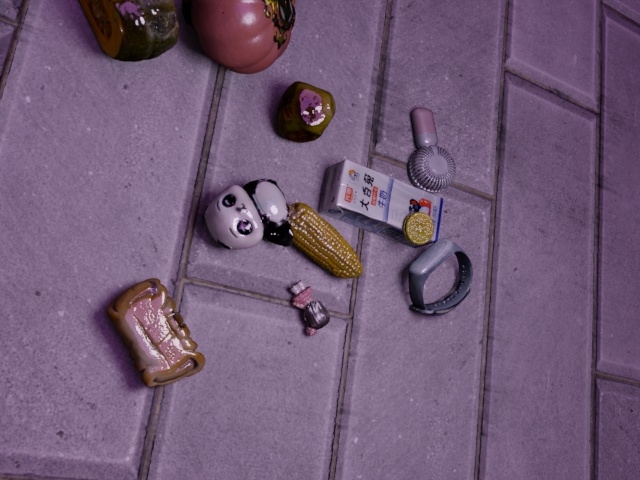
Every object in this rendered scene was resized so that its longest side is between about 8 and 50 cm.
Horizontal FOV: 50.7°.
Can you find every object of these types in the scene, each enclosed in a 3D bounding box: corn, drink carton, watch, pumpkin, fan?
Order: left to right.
[{"bbox_3d":[-0.423,-0.521,1.437,0.139,0.190,0.280,-29,94,-30],"label":"pumpkin"},{"bbox_3d":[0.000,0.000,1.629,0.261,0.097,0.097,41,63,-18],"label":"corn"},{"bbox_3d":[0.158,-0.091,1.730,0.315,0.106,0.131,20,70,-25],"label":"drink carton"},{"bbox_3d":[0.299,-0.252,1.870,0.130,0.074,0.244,-3,76,-19],"label":"fan"},{"bbox_3d":[0.314,0.107,1.774,0.206,0.068,0.193,-42,124,-21],"label":"watch"}]

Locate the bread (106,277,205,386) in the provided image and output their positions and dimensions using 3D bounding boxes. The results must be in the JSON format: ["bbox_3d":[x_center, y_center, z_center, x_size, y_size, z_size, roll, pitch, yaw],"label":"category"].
[{"bbox_3d":[-0.342,0.196,1.399,0.134,0.081,0.225,-28,96,-26],"label":"bread"}]

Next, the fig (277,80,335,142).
[{"bbox_3d":[-0.029,-0.321,1.654,0.166,0.144,0.154,-52,142,-48],"label":"fig"}]

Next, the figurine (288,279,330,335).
[{"bbox_3d":[-0.029,0.158,1.602,0.072,0.054,0.129,-35,96,-27],"label":"figurine"}]

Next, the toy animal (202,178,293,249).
[{"bbox_3d":[-0.162,-0.047,1.519,0.179,0.138,0.166,-17,72,-36],"label":"toy animal"}]

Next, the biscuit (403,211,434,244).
[{"bbox_3d":[0.246,-0.030,1.694,0.084,0.023,0.084,0,90,-27],"label":"biscuit"}]

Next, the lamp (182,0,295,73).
[{"bbox_3d":[-0.190,-0.538,1.548,0.305,0.239,0.305,8,90,-70],"label":"lamp"}]
